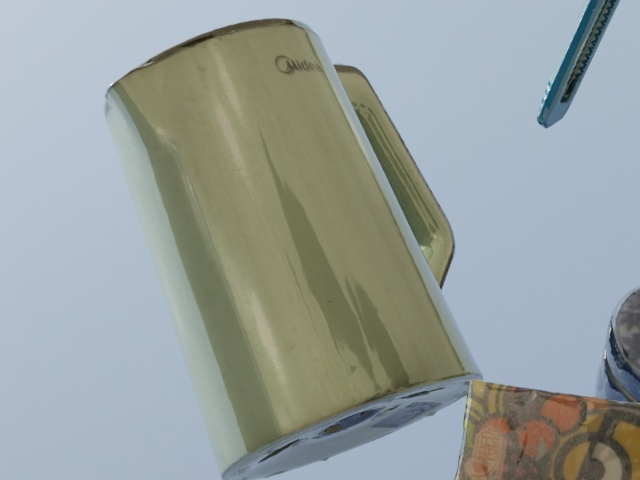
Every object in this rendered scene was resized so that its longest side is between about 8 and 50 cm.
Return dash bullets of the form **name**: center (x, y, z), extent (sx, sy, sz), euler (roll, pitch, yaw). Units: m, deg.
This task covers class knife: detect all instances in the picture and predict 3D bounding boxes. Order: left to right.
- **knife**: center (0.216, -0.204, 1.121), extent (0.026, 0.296, 0.044), euler (33, -151, 22)

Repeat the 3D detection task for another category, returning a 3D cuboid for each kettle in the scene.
- **kettle**: center (0.000, 0.000, 1.540), extent (0.361, 0.250, 0.376), euler (-9, -109, -45)

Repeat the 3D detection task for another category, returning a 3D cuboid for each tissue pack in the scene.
- **tissue pack**: center (0.171, 0.165, 1.165), extent (0.148, 0.060, 0.108), euler (8, -105, 13)

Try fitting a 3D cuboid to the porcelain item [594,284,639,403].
- **porcelain item**: center (0.316, 0.112, 1.415), extent (0.147, 0.114, 0.147), euler (0, -135, 0)
